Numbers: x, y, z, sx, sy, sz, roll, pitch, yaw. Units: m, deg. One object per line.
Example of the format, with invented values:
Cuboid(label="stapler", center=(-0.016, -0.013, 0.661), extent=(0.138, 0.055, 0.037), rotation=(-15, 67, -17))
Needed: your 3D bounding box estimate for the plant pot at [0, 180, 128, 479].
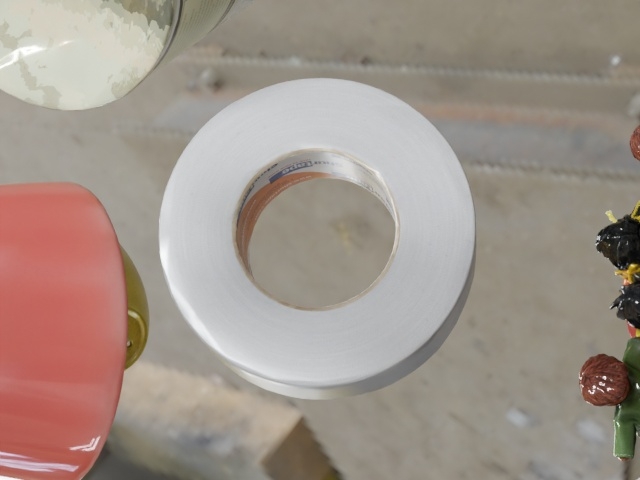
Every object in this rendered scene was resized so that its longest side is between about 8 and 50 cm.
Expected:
Cuboid(label="plant pot", center=(-0.326, 0.073, 1.458), extent=(0.243, 0.275, 0.275), rotation=(6, 170, -32))

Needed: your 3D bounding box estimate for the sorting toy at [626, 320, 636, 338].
Cuboid(label="sorting toy", center=(0.296, 0.144, 1.033), extent=(0.127, 0.365, 0.126), rotation=(-31, 131, 18))

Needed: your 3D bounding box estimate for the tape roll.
Cuboid(label="tape roll", center=(0.000, 0.000, 1.220), extent=(0.219, 0.219, 0.072), rotation=(32, 171, 12))

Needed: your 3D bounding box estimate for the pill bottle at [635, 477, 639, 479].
Cuboid(label="pill bottle", center=(0.366, 0.350, 1.476), extent=(0.188, 0.188, 0.334), rotation=(57, -177, -31))

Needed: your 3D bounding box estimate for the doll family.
Cuboid(label="doll family", center=(0.181, 0.021, 0.901), extent=(0.076, 0.193, 0.111), rotation=(-22, 140, 36))

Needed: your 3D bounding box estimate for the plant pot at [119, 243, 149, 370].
Cuboid(label="plant pot", center=(-0.200, 0.068, 1.506), extent=(0.095, 0.134, 0.134), rotation=(35, 158, 48))

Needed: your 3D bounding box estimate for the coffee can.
Cuboid(label="coffee can", center=(-0.138, -0.235, 1.295), extent=(0.202, 0.275, 0.201), rotation=(10, 117, 19))
